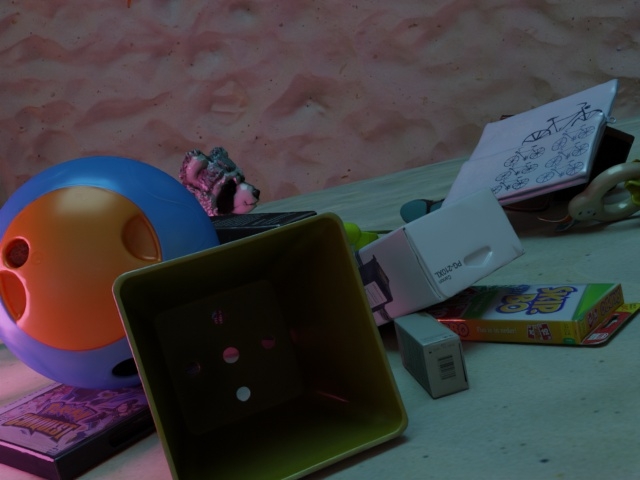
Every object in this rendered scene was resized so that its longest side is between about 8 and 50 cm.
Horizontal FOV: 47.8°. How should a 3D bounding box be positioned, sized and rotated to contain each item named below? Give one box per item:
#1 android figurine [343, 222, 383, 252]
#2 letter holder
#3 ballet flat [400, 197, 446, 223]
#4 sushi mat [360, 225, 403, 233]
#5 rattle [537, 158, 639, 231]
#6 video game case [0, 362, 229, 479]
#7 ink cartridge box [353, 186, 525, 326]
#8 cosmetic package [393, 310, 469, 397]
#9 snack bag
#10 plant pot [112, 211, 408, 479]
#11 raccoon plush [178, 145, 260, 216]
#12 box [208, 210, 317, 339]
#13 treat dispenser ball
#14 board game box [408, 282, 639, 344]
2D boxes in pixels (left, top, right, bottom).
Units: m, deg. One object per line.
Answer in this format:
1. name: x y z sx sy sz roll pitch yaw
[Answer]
1. android figurine: 0.000 0.000 1.418 0.272 0.056 0.248 3 -5 -17
2. letter holder: 0.503 -0.153 1.598 0.152 0.215 0.302 16 4 -17
3. ballet flat: 0.262 -0.061 1.647 0.070 0.070 0.188 -20 13 -32
4. sushi mat: 0.191 -0.023 1.443 0.151 0.019 0.316 -5 2 -28
5. rattle: 0.484 -0.032 1.206 0.199 0.143 0.130 -28 -26 13
6. video game case: -0.288 0.211 0.922 0.274 0.035 0.248 -5 13 43
7. ink cartridge box: 0.115 0.036 0.939 0.172 0.100 0.237 -24 -5 -37
8. cosmetic package: 0.117 0.120 0.779 0.041 0.060 0.115 -14 11 -7
9. snack bag: 0.405 -0.182 1.397 0.323 0.037 0.342 -16 30 45
10. plant pot: -0.073 0.114 0.710 0.212 0.212 0.187 -18 -3 -19
11. raccoon plush: -0.330 -0.016 1.497 0.446 0.299 0.216 -15 10 0
12. box: -0.116 0.049 1.098 0.203 0.167 0.168 -2 9 19
13. treat dispenser ball: -0.266 0.039 0.902 0.288 0.288 0.288 -14 9 2
14. board game box: 0.238 0.087 0.875 0.259 0.039 0.124 -2 16 44
